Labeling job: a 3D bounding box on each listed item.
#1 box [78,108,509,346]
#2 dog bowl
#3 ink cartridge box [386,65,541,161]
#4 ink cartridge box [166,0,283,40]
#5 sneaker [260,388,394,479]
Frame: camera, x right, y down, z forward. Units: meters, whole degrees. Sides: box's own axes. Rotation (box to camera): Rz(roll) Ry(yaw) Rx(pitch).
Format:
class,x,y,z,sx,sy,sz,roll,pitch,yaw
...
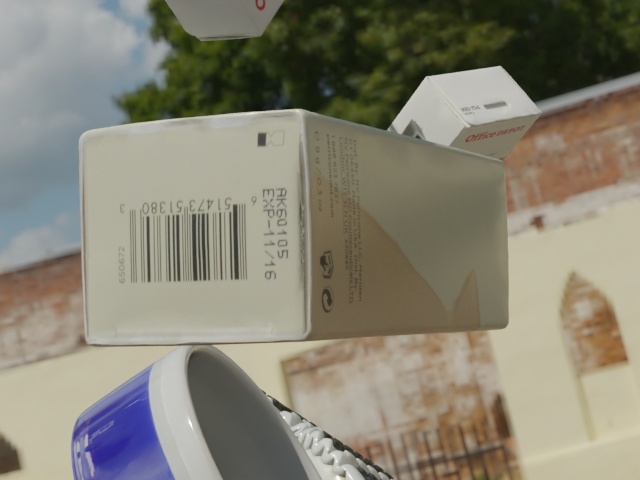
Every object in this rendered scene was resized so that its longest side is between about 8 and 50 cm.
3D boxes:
class,x,y,z,sx,sy,sz,roll,pitch,yaw
box,0.000,0.000,0.892,0.148,0.121,0.311,-4,-4,28
dog bowl,-0.072,0.214,1.104,0.104,0.265,0.265,-32,-11,9
ink cartridge box,0.095,-0.069,1.146,0.099,0.056,0.135,-13,-31,-45
ink cartridge box,-0.042,-0.179,0.771,0.052,0.122,0.088,6,-36,40
sneaker,-0.020,0.239,1.435,0.110,0.118,0.292,38,-9,-28
